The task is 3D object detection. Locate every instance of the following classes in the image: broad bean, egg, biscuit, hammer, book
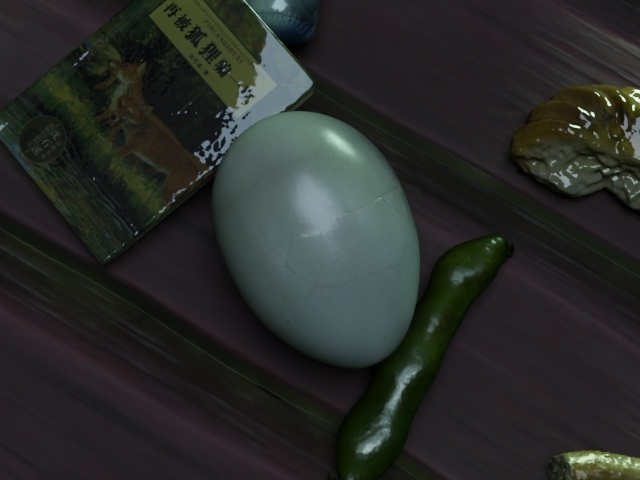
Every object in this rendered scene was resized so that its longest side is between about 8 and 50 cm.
[{"bbox_3d":[0.081,0.088,1.108,0.053,0.052,0.256,50,64,-34],"label":"broad bean"},{"bbox_3d":[0.000,0.000,1.071,0.151,0.151,0.209,-26,87,-14],"label":"egg"},{"bbox_3d":[0.258,-0.083,1.179,0.183,0.061,0.118,19,69,0],"label":"biscuit"},{"bbox_3d":[-0.094,-0.229,1.184,0.193,0.069,0.116,7,72,0],"label":"hammer"},{"bbox_3d":[-0.138,-0.110,1.127,0.228,0.024,0.160,-40,80,-1],"label":"book"}]

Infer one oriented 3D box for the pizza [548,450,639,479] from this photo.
[{"bbox_3d":[0.281,0.250,1.070,0.127,0.058,0.246,-33,76,-15],"label":"pizza"}]
